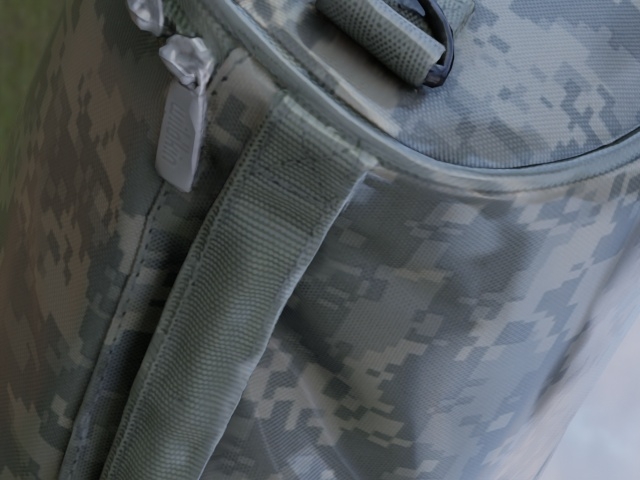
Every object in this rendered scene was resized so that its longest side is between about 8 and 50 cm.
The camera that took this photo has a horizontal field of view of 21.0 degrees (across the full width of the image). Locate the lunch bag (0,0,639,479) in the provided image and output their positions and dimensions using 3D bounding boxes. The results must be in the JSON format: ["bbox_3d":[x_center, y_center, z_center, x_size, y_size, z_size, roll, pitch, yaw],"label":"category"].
[{"bbox_3d":[0.000,0.000,0.549,0.305,0.213,0.256,-64,175,38],"label":"lunch bag"}]
